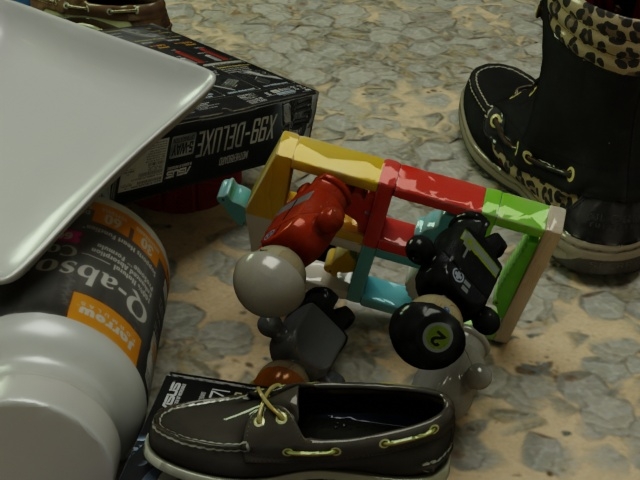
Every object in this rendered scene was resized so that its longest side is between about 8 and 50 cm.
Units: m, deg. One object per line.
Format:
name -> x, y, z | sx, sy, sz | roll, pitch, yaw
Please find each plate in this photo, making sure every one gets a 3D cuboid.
plate -> -0.270, -0.087, 1.149 | 0.277, 0.045, 0.278 | 21, 53, 28

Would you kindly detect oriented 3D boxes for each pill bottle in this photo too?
pill bottle -> -0.213, 0.094, 1.094 | 0.162, 0.162, 0.278 | 2, 32, -1

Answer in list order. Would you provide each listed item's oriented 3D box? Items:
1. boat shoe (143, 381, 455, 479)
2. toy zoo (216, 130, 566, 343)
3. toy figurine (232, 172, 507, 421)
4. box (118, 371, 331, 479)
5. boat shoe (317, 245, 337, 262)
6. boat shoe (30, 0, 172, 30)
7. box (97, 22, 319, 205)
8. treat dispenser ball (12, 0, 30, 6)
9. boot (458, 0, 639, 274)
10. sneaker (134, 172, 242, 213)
boat shoe -> -0.015, 0.135, 0.990 | 0.227, 0.069, 0.081 | 2, 33, -3
toy zoo -> 0.050, -0.003, 1.204 | 0.293, 0.192, 0.030 | 16, 56, 1
toy figurine -> 0.039, 0.072, 1.110 | 0.213, 0.210, 0.148 | 16, 45, 15
box -> -0.071, 0.193, 1.033 | 0.147, 0.078, 0.180 | 8, 34, 8
boat shoe -> 0.000, 0.000, 1.354 | 0.060, 0.064, 0.178 | 28, 48, 21
boat shoe -> -0.296, -0.315, 1.777 | 0.257, 0.095, 0.095 | 21, 37, 25
box -> -0.188, -0.137, 1.362 | 0.242, 0.077, 0.307 | 25, 26, 28
treat dispenser ball -> -0.469, -0.263, 1.509 | 0.288, 0.288, 0.288 | 2, 33, -1
boot -> 0.257, -0.173, 1.429 | 0.138, 0.284, 0.377 | -4, 35, -10
sneaker -> -0.196, -0.095, 1.459 | 0.221, 0.087, 0.128 | 1, 34, -6
